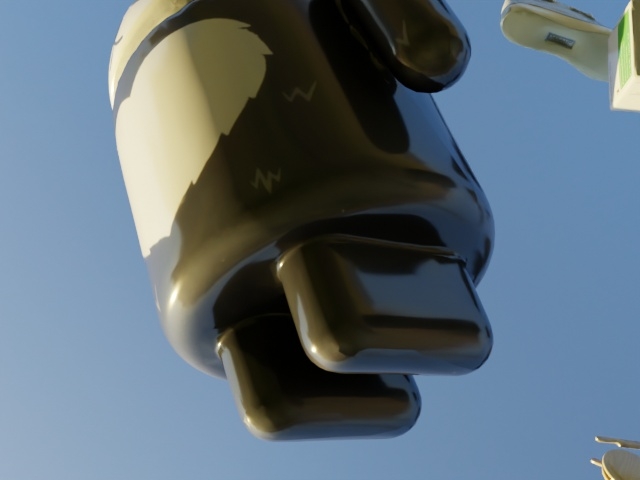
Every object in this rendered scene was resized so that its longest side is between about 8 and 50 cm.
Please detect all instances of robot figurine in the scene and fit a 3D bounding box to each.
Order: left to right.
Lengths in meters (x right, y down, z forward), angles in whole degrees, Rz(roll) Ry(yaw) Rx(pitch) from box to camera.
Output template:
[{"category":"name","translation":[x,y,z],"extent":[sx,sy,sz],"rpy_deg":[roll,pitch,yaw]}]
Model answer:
[{"category":"robot figurine","translation":[-0.018,-0.035,0.451],"extent":[0.209,0.173,0.278],"rpy_deg":[-25,-124,6]}]

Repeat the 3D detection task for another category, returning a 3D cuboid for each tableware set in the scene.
[{"category":"tableware set","translation":[0.504,0.358,1.268],"extent":[0.194,0.128,0.039],"rpy_deg":[10,-60,-10]}]

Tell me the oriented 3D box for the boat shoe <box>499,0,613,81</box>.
[{"category":"boat shoe","translation":[0.368,-0.303,1.235],"extent":[0.228,0.079,0.081],"rpy_deg":[19,-129,-8]}]

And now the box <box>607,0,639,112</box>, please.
[{"category":"box","translation":[0.389,-0.207,0.970],"extent":[0.102,0.087,0.101],"rpy_deg":[3,-108,2]}]
